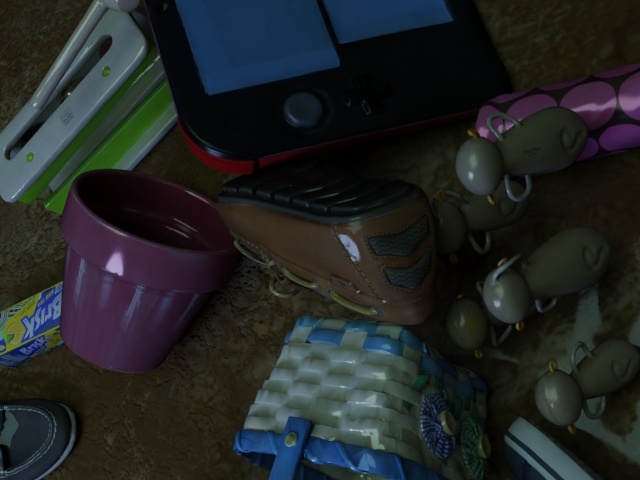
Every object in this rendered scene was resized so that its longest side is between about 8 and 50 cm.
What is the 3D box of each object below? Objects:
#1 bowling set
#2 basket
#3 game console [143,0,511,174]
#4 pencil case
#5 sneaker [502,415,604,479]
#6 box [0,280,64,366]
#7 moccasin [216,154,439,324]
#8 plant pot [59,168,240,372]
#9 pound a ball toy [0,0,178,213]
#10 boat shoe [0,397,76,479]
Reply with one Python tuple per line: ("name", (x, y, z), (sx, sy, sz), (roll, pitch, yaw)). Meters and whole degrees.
("bowling set", (0.155, 0.032, 0.955), (0.200, 0.154, 0.287), (-10, 99, 51))
("basket", (0.035, 0.226, 0.942), (0.201, 0.255, 0.288), (6, 71, 38))
("game console", (-0.016, -0.267, 1.111), (0.342, 0.060, 0.386), (-16, 67, -7))
("pencil case", (0.258, -0.109, 0.988), (0.209, 0.098, 0.095), (-9, 29, 30))
("sneaker", (0.243, 0.287, 0.862), (0.127, 0.126, 0.321), (-49, 51, 4))
("box", (-0.352, 0.104, 1.322), (0.169, 0.054, 0.059), (-24, 67, 23))
("moccasin", (0.003, -0.001, 1.034), (0.380, 0.139, 0.147), (15, 124, 58))
("plant pot", (-0.209, 0.041, 1.181), (0.201, 0.201, 0.180), (36, 113, 32))
("pound a ball toy", (-0.293, -0.190, 1.267), (0.319, 0.208, 0.135), (-45, 57, 15))
("boat shoe", (-0.462, 0.268, 1.323), (0.335, 0.095, 0.112), (-15, 71, 28))
